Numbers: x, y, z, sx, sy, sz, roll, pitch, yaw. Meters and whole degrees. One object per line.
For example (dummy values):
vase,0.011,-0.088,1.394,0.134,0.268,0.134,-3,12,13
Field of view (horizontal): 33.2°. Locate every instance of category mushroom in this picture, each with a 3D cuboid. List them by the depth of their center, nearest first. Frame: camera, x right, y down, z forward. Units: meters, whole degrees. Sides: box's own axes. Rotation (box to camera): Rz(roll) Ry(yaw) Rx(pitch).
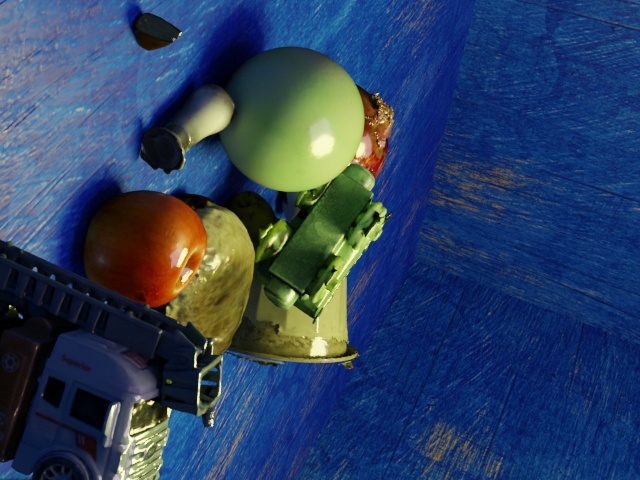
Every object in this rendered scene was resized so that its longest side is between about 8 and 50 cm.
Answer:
mushroom,-0.187,0.080,1.674,0.247,0.130,0.344,-63,166,-45

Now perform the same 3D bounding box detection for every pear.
pear,-0.125,-0.021,1.843,0.107,0.107,0.131,-59,146,-38

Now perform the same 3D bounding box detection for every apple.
apple,-0.224,0.012,1.385,0.163,0.139,0.163,19,90,-79

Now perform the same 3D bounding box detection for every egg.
egg,-0.046,-0.184,1.636,0.269,0.220,0.220,-15,125,-69

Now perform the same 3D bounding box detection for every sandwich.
sandwich,-0.203,-0.252,1.292,0.083,0.044,0.031,3,-120,58

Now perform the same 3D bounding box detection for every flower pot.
flower pot,-0.061,0.090,1.996,0.290,0.290,0.259,-12,107,-75

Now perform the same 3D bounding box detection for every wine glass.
wine glass,-0.181,-0.154,1.472,0.155,0.072,0.072,-52,159,-51

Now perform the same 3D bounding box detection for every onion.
onion,0.069,-0.214,2.080,0.230,0.163,0.230,-13,90,-70

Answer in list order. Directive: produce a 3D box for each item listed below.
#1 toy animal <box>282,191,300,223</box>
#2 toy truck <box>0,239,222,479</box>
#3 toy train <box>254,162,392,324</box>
toy animal,-0.004,-0.081,2.178,0.179,0.166,0.138,-34,130,-49
toy truck,-0.254,0.108,0.951,0.133,0.338,0.184,-12,121,-75
toy train,0.000,0.000,1.795,0.272,0.159,0.188,-54,173,-12
